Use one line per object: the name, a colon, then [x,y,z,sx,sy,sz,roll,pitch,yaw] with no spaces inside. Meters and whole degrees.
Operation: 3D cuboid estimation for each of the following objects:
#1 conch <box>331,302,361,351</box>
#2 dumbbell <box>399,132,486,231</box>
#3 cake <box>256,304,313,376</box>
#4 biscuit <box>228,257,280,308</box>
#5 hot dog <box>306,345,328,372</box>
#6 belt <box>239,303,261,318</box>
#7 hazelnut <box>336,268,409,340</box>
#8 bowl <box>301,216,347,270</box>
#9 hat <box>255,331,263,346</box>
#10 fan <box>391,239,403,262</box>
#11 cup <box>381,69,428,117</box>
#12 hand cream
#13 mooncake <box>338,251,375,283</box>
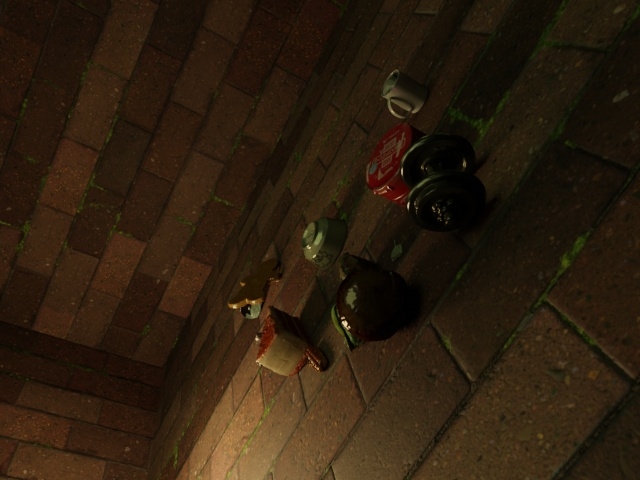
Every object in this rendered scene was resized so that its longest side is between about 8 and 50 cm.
conch: [0.084,0.234,1.560,0.095,0.079,0.201,-48,42,12]
dumbbell: [0.296,-0.141,1.266,0.192,0.192,0.290,-50,27,38]
cake: [-0.118,0.322,1.848,0.159,0.158,0.262,-44,29,38]
biscuit: [-0.280,0.198,2.398,0.215,0.047,0.340,-12,29,22]
hot dog: [-0.015,0.388,1.689,0.062,0.038,0.144,-66,21,2]
belt: [-0.337,0.304,2.450,0.105,0.140,0.058,-23,18,-9]
hazelnut: [0.137,0.170,1.367,0.208,0.208,0.208,-51,26,36]
bowl: [0.000,0.000,1.964,0.211,0.112,0.211,-49,29,39]
hat: [-0.255,0.428,2.249,0.087,0.042,0.058,83,-168,-55]
fan: [0.224,0.025,1.531,0.056,0.004,0.083,-50,26,37]
cup: [0.277,-0.488,1.758,0.136,0.133,0.099,-62,22,13]
hand cream: [0.252,-0.216,1.519,0.230,0.149,0.230,-50,25,34]
mooncake: [0.114,0.096,1.556,0.073,0.125,0.130,-50,29,27]
